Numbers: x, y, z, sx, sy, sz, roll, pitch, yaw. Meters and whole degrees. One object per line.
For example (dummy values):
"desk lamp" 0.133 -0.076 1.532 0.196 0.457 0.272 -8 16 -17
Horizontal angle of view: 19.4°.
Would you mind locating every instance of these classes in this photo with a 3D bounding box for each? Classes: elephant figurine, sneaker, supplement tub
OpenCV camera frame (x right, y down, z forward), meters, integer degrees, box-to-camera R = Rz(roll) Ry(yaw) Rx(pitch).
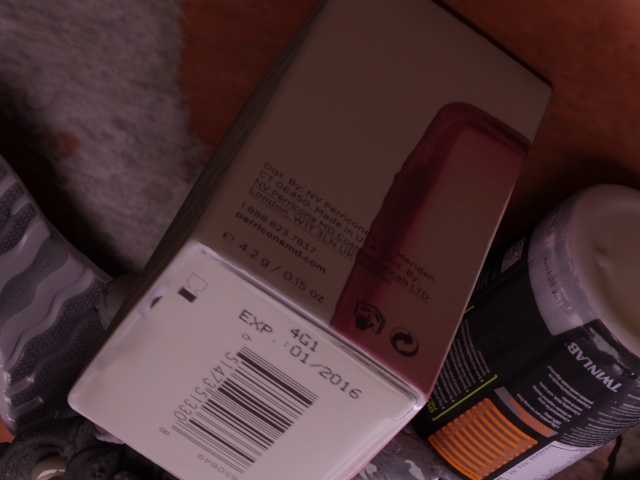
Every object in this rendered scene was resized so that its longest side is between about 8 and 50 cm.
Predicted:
"elephant figurine" -0.078 0.130 1.046 0.169 0.186 0.239 5 133 -27
"sneaker" -0.191 0.023 1.141 0.115 0.105 0.281 36 156 47
"supplement tub" 0.114 0.062 0.991 0.117 0.117 0.190 39 135 -11

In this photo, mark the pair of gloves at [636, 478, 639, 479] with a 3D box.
"pair of gloves" 0.255 0.167 1.087 0.159 0.023 0.198 -29 114 39

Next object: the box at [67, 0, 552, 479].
"box" 0.000 0.000 0.907 0.127 0.232 0.148 34 135 -7
